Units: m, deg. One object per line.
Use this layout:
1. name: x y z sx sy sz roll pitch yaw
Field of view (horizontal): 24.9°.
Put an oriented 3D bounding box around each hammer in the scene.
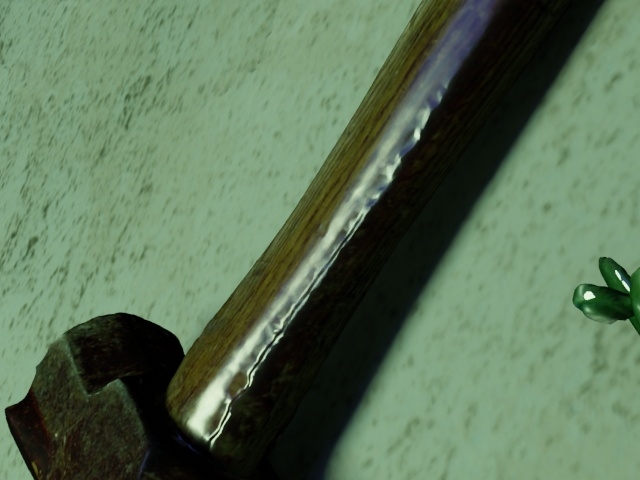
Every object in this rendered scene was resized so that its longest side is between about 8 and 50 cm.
1. hammer: 0.000 0.000 0.657 0.409 0.095 0.242 -58 33 13

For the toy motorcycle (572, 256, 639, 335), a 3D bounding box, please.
1. toy motorcycle: 0.168 -0.039 0.394 0.187 0.125 0.275 -7 62 55
